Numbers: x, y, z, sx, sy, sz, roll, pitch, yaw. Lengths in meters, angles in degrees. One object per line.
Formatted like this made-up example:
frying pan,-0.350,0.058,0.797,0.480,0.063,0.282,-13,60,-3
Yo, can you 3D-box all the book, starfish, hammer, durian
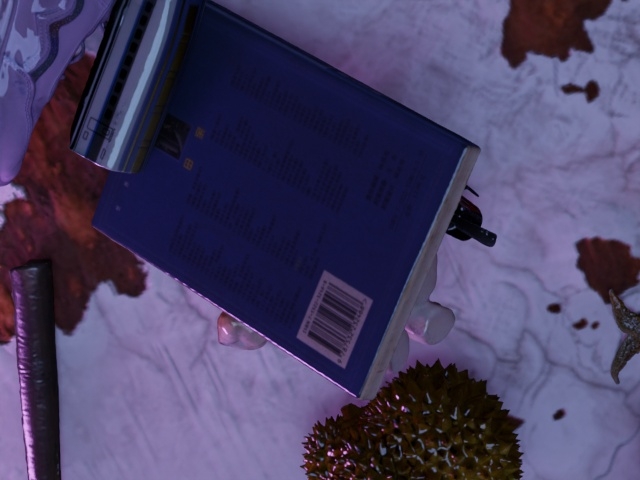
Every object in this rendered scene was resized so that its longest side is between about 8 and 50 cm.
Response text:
book,-0.032,-0.036,1.270,0.269,0.025,0.191,31,107,31
starfish,0.248,0.072,1.421,0.086,0.016,0.092,30,110,-10
hammer,-0.217,0.152,1.434,0.125,0.027,0.297,-1,111,0
durian,0.078,0.171,1.395,0.168,0.137,0.158,38,127,-6

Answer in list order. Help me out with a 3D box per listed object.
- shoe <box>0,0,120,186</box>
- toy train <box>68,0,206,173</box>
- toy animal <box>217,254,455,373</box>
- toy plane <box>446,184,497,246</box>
shoe,-0.200,-0.154,1.283,0.138,0.095,0.245,-3,116,-17
toy train,-0.104,-0.169,1.272,0.048,0.055,0.252,30,106,29
toy animal,-0.009,-0.008,1.324,0.185,0.104,0.184,6,106,39
toy plane,0.068,-0.039,1.349,0.145,0.060,0.037,35,107,2
